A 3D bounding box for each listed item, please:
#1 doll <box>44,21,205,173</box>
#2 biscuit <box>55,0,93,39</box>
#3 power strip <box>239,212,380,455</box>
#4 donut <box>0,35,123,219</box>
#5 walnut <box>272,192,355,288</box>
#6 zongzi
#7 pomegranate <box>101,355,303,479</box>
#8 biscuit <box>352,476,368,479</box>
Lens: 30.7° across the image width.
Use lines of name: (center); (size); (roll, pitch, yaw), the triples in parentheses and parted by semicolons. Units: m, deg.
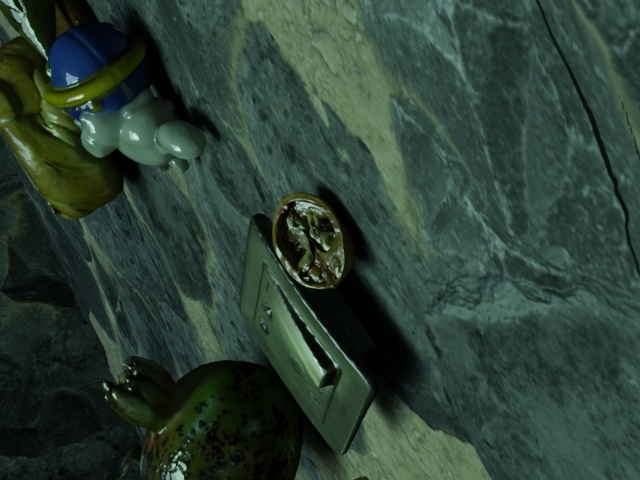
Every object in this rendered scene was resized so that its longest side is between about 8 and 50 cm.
doll: (-0.282, -0.183, 1.641); (0.311, 0.160, 0.242); (27, 141, 54)
biscuit: (-0.395, -0.313, 1.951); (0.262, 0.037, 0.262); (51, 159, 29)
power strip: (-0.005, 0.113, 1.428); (0.257, 0.092, 0.251); (56, 164, 19)
donut: (-0.489, -0.205, 2.113); (0.360, 0.170, 0.360); (56, 173, 11)
walnut: (0.000, 0.000, 1.306); (0.091, 0.052, 0.121); (-42, 69, 31)
zongzi: (-0.467, -0.439, 1.778); (0.251, 0.125, 0.274); (101, 147, -66)
pomegranate: (-0.196, 0.300, 1.819); (0.341, 0.285, 0.285); (36, 172, -24)
biscuit: (0.094, 0.461, 1.770); (0.144, 0.040, 0.236); (51, 157, 45)
